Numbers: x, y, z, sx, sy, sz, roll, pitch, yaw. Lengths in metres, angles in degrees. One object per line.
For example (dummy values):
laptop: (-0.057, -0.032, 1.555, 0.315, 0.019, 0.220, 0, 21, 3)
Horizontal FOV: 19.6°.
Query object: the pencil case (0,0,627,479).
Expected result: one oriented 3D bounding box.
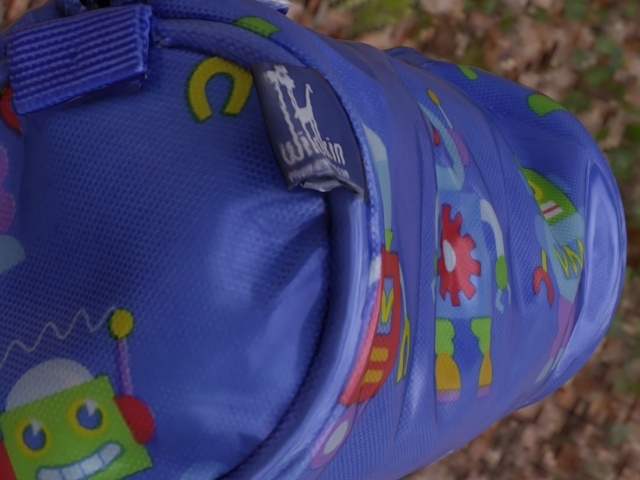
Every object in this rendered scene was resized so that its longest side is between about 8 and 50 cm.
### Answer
pencil case: (0.000, 0.000, 0.507, 0.306, 0.119, 0.133, -3, 90, -70)
